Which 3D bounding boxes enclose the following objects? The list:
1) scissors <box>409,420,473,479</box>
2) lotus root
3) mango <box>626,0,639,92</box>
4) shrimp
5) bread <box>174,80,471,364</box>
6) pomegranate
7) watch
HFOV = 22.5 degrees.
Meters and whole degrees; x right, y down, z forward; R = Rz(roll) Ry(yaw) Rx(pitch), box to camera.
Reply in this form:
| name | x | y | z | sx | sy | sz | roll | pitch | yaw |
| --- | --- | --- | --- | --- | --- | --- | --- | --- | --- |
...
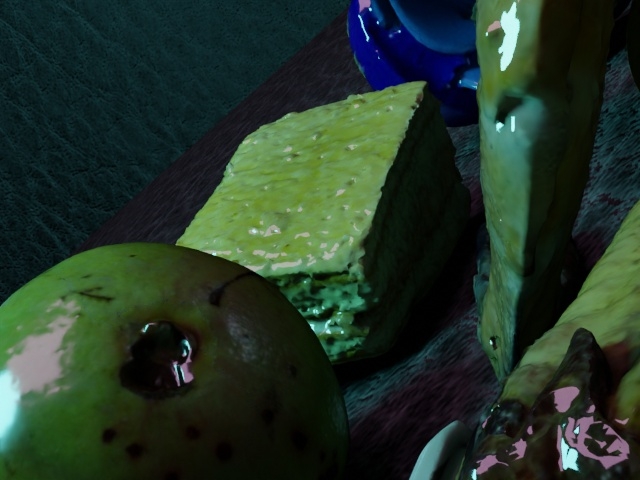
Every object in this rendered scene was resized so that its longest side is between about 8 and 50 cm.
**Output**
| name | x | y | z | sx | sy | sz | roll | pitch | yaw |
| --- | --- | --- | --- | --- | --- | --- | --- | --- | --- |
| scissors | 0.026 | 0.134 | 0.557 | 0.101 | 0.027 | 0.204 | -33 | 16 | 32 |
| lotus root | 0.114 | 0.036 | 0.443 | 0.110 | 0.097 | 0.258 | -26 | 11 | 37 |
| mango | 0.199 | -0.109 | 0.697 | 0.137 | 0.098 | 0.195 | -41 | 3 | 30 |
| shrimp | 0.103 | -0.075 | 0.741 | 0.445 | 0.085 | 0.272 | -27 | -59 | -82 |
| bread | 0.000 | 0.000 | 0.924 | 0.138 | 0.102 | 0.196 | -13 | 27 | 26 |
| pomegranate | -0.092 | 0.096 | 0.752 | 0.210 | 0.179 | 0.179 | -35 | 13 | 43 |
| watch | 0.111 | -0.188 | 1.100 | 0.171 | 0.196 | 0.200 | -61 | 10 | -30 |
